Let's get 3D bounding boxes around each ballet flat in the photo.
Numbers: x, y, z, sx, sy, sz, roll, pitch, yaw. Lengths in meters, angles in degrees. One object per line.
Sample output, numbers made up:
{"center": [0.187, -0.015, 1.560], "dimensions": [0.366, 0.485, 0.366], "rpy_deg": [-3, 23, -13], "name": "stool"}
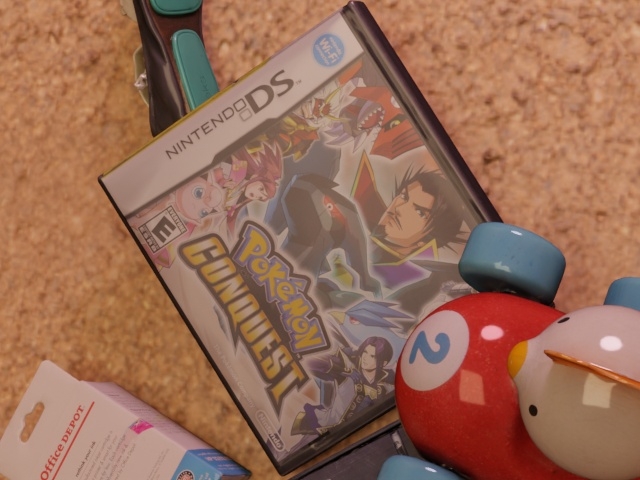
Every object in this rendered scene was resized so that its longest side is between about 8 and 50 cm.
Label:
{"center": [-0.127, -0.170, 1.510], "dimensions": [0.074, 0.074, 0.203], "rpy_deg": [-12, 87, 21], "name": "ballet flat"}

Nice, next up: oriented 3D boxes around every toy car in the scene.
{"center": [0.159, 0.096, 1.234], "dimensions": [0.210, 0.238, 0.219], "rpy_deg": [22, 75, 2], "name": "toy car"}

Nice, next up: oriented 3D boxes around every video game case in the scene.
{"center": [0.000, 0.000, 1.433], "dimensions": [0.248, 0.035, 0.275], "rpy_deg": [-33, 85, 16], "name": "video game case"}

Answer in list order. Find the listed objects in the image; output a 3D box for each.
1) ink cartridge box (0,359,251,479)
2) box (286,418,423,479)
{"center": [-0.159, 0.180, 1.493], "dimensions": [0.181, 0.061, 0.104], "rpy_deg": [31, 97, 21], "name": "ink cartridge box"}
{"center": [0.097, 0.243, 1.384], "dimensions": [0.183, 0.059, 0.232], "rpy_deg": [-29, 76, 17], "name": "box"}
